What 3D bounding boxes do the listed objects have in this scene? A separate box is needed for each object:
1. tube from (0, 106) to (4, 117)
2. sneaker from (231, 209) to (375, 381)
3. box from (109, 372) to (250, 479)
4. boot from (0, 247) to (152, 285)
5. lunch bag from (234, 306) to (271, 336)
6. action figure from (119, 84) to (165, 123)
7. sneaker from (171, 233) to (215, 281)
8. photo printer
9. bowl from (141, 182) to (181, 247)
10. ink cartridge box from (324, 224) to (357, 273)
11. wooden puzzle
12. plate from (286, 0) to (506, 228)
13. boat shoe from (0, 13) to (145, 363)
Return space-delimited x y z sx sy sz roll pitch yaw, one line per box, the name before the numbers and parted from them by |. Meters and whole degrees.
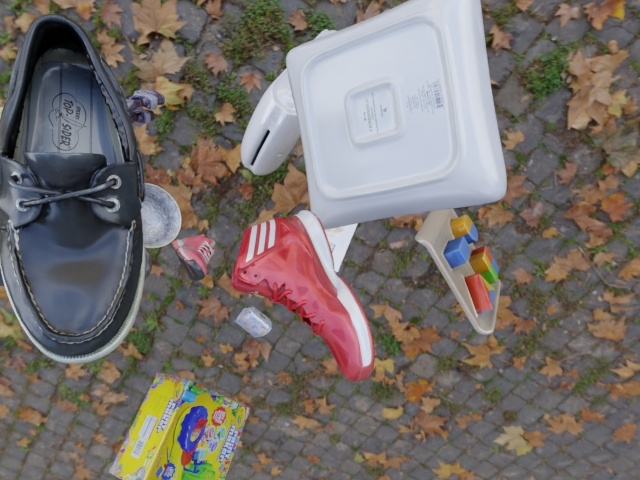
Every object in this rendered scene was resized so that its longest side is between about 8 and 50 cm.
tube | -0.523 -0.162 0.583 0.240 0.062 0.069 -8 86 -15
sneaker | -0.033 0.074 0.481 0.128 0.221 0.087 -14 153 -25
box | -0.412 0.600 1.247 0.177 0.289 0.279 -5 144 37
boot | -0.420 0.029 0.676 0.306 0.115 0.112 1 91 1
lunch bag | -0.164 0.205 1.029 0.071 0.053 0.083 43 150 -14
action figure | -0.542 -0.344 1.113 0.099 0.285 0.185 23 117 -4
sneaker | -0.425 0.036 1.410 0.136 0.314 0.115 -29 116 -17
photo printer | -0.063 -0.299 0.926 0.107 0.307 0.256 36 148 -8
bowl | -0.454 -0.055 1.044 0.080 0.170 0.170 -16 119 41
ink cartridge box | 0.000 0.000 1.270 0.130 0.271 0.309 27 155 -6
wooden puzzle | 0.444 0.057 1.226 0.081 0.322 0.347 -32 97 36
plate | 0.079 -0.166 0.541 0.278 0.045 0.277 -8 91 29
boat shoe | -0.232 -0.065 0.379 0.127 0.339 0.113 1 157 -20
